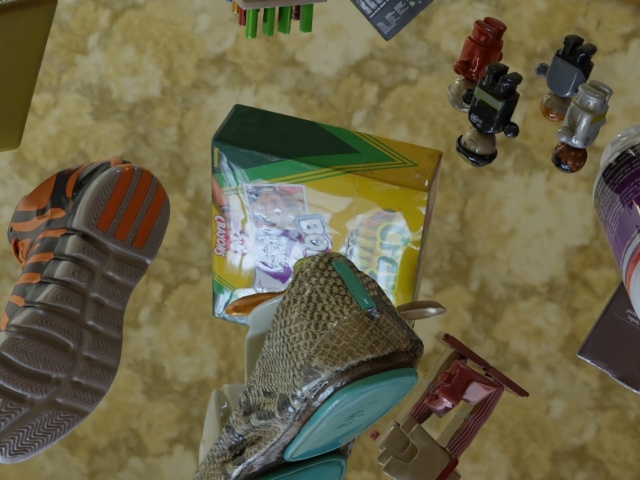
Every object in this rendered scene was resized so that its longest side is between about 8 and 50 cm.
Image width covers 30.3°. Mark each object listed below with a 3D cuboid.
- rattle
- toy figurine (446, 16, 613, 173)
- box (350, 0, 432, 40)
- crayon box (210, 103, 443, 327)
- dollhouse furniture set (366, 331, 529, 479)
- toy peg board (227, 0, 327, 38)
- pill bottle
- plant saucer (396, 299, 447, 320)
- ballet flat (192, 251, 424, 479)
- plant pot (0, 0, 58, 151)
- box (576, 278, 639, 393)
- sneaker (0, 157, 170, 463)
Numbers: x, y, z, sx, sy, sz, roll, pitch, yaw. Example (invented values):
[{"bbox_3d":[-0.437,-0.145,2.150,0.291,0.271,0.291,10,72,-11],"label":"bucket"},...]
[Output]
[{"bbox_3d":[-0.008,0.130,1.537,0.143,0.130,0.199,-41,-52,-21],"label":"rattle"},{"bbox_3d":[0.286,-0.193,1.642,0.213,0.210,0.148,-95,17,-52],"label":"toy figurine"},{"bbox_3d":[0.060,-0.307,1.127,0.059,0.183,0.233,-44,5,-19],"label":"box"},{"bbox_3d":[0.000,0.000,1.758,0.106,0.313,0.363,-64,-16,-45],"label":"crayon box"},{"bbox_3d":[0.191,0.259,1.665,0.201,0.152,0.374,-53,0,-2],"label":"dollhouse furniture set"},{"bbox_3d":[-0.095,-0.427,2.117,0.161,0.160,0.079,-10,-54,-24],"label":"toy peg board"},{"bbox_3d":[0.467,-0.024,1.562,0.323,0.182,0.181,-94,8,-54],"label":"pill bottle"},{"bbox_3d":[0.137,0.098,1.676,0.083,0.083,0.015,41,-140,-71],"label":"plant saucer"},{"bbox_3d":[-0.039,0.180,1.207,0.164,0.182,0.483,-9,-34,-29],"label":"ballet flat"},{"bbox_3d":[-0.453,-0.215,1.308,0.187,0.212,0.212,-32,-30,-56],"label":"plant pot"},{"bbox_3d":[0.589,0.064,1.884,0.381,0.191,0.143,-65,-14,25],"label":"box"},{"bbox_3d":[-0.273,0.063,1.204,0.125,0.180,0.321,35,-102,-32],"label":"sneaker"}]
